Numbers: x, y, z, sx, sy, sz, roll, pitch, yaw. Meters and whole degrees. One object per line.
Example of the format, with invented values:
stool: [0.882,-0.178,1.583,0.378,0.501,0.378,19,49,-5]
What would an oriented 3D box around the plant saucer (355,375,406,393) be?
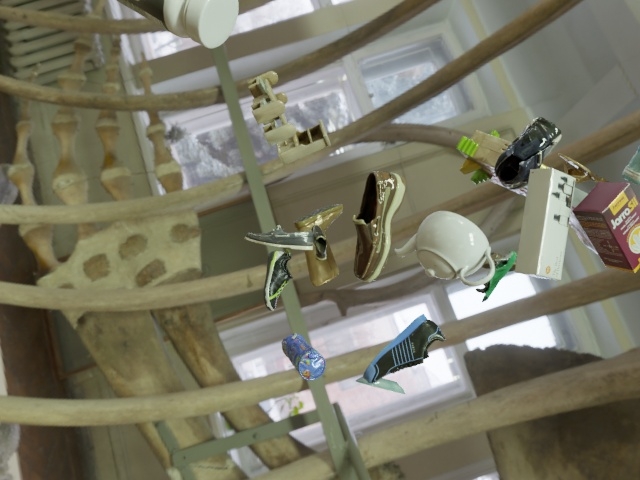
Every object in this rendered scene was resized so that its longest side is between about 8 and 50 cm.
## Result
plant saucer: [0.227,0.533,1.808,0.195,0.195,0.037,84,19,-76]

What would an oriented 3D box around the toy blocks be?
toy blocks: [0.686,-0.253,1.721,0.382,0.190,0.261,22,10,-48]

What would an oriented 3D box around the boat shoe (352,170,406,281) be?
boat shoe: [0.109,-0.034,1.101,0.095,0.095,0.257,20,-82,58]

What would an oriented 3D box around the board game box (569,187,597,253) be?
board game box: [1.185,-0.078,2.132,0.303,0.098,0.224,48,13,-18]

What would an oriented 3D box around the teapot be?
teapot: [0.408,0.042,1.568,0.253,0.187,0.256,39,-17,-1]

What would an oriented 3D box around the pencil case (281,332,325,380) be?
pencil case: [-0.079,0.504,2.138,0.306,0.120,0.133,-161,-113,-69]

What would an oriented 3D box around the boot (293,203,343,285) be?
boot: [0.022,0.012,1.926,0.089,0.236,0.269,12,-56,61]

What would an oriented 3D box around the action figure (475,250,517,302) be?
action figure: [0.637,0.106,1.725,0.063,0.232,0.137,36,-37,27]

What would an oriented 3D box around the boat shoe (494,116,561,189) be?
boat shoe: [0.560,-0.211,1.414,0.127,0.158,0.340,45,-11,19]

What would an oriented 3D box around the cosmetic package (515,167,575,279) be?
cosmetic package: [0.509,-0.035,1.092,0.060,0.099,0.238,5,-95,59]

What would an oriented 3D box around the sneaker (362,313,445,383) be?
sneaker: [0.213,0.295,1.234,0.090,0.232,0.081,46,4,23]

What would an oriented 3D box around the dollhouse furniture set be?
dollhouse furniture set: [-0.092,-0.375,1.459,0.212,0.161,0.242,-104,169,-48]

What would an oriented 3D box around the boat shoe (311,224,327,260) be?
boat shoe: [0.000,0.000,1.698,0.049,0.056,0.152,112,-28,-48]

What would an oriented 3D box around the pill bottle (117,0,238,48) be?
pill bottle: [-0.338,-0.565,1.095,0.283,0.161,0.161,33,-13,11]

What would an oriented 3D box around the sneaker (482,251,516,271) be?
sneaker: [0.710,0.076,1.918,0.066,0.189,0.071,-49,-140,49]

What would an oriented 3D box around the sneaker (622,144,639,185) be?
sneaker: [1.198,-0.292,1.630,0.127,0.319,0.208,-122,-147,-51]

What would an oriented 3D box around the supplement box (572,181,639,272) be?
supplement box: [0.681,-0.031,1.111,0.188,0.104,0.081,50,-9,-19]

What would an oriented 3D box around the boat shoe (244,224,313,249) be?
boat shoe: [-0.121,-0.013,1.448,0.075,0.206,0.064,-160,-103,-80]

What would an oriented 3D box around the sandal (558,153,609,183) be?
sandal: [0.937,-0.228,1.754,0.079,0.240,0.088,-61,-159,18]

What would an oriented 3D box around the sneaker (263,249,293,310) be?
sneaker: [-0.153,0.149,1.808,0.084,0.097,0.234,35,60,-84]
